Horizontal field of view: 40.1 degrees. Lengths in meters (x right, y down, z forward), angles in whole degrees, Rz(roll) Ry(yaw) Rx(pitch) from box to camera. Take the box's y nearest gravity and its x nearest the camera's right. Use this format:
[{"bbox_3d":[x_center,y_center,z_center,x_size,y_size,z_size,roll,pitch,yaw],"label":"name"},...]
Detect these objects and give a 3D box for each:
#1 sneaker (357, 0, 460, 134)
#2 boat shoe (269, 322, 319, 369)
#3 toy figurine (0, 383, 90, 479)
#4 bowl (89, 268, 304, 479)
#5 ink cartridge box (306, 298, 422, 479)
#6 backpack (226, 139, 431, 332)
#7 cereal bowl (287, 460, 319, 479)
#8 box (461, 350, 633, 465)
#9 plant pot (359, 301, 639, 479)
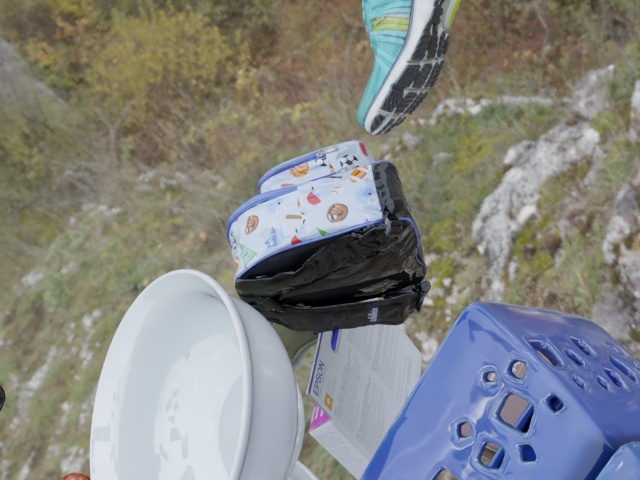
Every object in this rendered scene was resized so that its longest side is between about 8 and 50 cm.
[{"bbox_3d":[0.098,-0.262,1.056,0.110,0.107,0.275,23,101,26],"label":"sneaker"},{"bbox_3d":[-0.072,0.173,1.512,0.103,0.113,0.302,-34,12,50],"label":"boat shoe"},{"bbox_3d":[-0.231,0.173,0.464,0.209,0.213,0.148,-45,20,-27],"label":"toy figurine"},{"bbox_3d":[-0.111,0.185,0.897,0.297,0.134,0.298,-21,63,47],"label":"bowl"},{"bbox_3d":[0.067,0.238,1.545,0.071,0.330,0.324,-20,36,29],"label":"ink cartridge box"},{"bbox_3d":[0.000,0.000,1.239,0.263,0.276,0.213,-21,56,1],"label":"backpack"},{"bbox_3d":[-0.135,0.410,1.067,0.339,0.338,0.141,-65,13,-21],"label":"cereal bowl"},{"bbox_3d":[0.292,0.228,1.069,0.167,0.203,0.169,15,65,39],"label":"box"},{"bbox_3d":[0.207,0.212,0.785,0.212,0.236,0.236,42,110,41],"label":"plant pot"}]
